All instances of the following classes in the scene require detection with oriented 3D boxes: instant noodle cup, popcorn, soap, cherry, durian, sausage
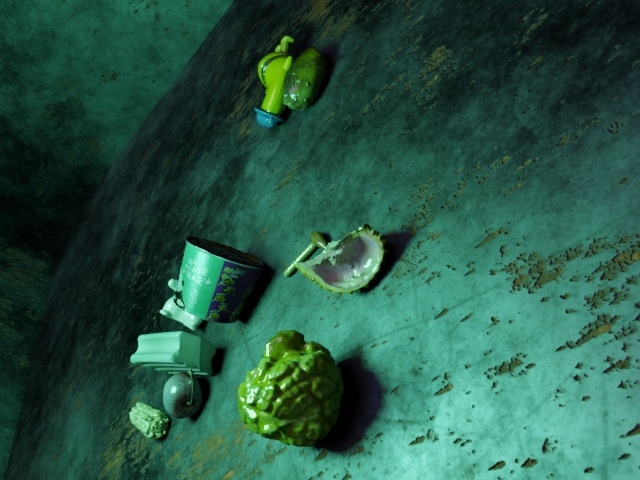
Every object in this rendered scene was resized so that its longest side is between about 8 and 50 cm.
[{"bbox_3d":[-0.306,0.119,1.523,0.251,0.251,0.190,26,97,55],"label":"instant noodle cup"},{"bbox_3d":[-0.067,0.313,1.117,0.251,0.206,0.236,-120,46,-70],"label":"popcorn"},{"bbox_3d":[-0.433,0.341,1.575,0.290,0.173,0.095,-15,56,47],"label":"soap"},{"bbox_3d":[-0.397,0.414,1.510,0.148,0.115,0.188,-68,-18,-71],"label":"cherry"},{"bbox_3d":[0.056,0.042,1.197,0.182,0.132,0.165,-51,46,-3],"label":"durian"},{"bbox_3d":[-0.056,0.053,1.422,0.132,0.024,0.024,-47,38,20],"label":"sausage"}]

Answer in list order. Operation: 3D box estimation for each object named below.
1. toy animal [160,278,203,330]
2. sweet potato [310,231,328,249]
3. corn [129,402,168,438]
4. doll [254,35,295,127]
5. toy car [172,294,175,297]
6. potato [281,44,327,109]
[{"bbox_3d":[-0.406,0.148,1.697,0.138,0.141,0.282,4,-71,-84],"label":"toy animal"},{"bbox_3d":[0.000,0.000,1.380,0.034,0.034,0.095,-56,45,9],"label":"sweet potato"},{"bbox_3d":[-0.552,0.564,1.655,0.211,0.087,0.087,-1,66,50],"label":"corn"},{"bbox_3d":[-0.155,-0.563,1.858,0.199,0.145,0.362,144,137,-59],"label":"doll"},{"bbox_3d":[-0.449,0.161,1.818,0.095,0.056,0.204,21,81,55],"label":"toy car"},{"bbox_3d":[-0.054,-0.547,1.744,0.149,0.113,0.251,-4,65,49],"label":"potato"}]
